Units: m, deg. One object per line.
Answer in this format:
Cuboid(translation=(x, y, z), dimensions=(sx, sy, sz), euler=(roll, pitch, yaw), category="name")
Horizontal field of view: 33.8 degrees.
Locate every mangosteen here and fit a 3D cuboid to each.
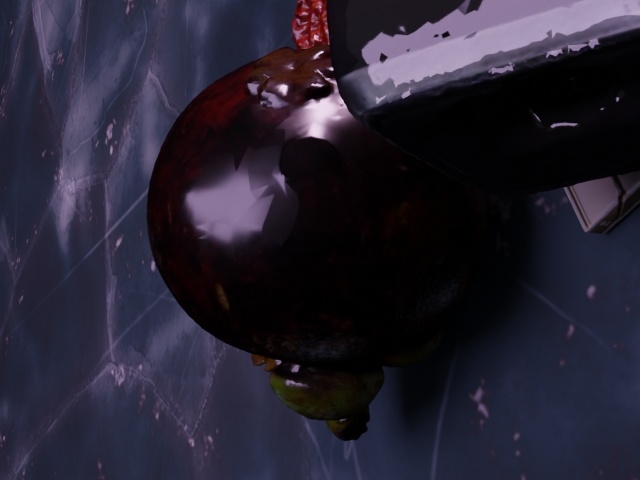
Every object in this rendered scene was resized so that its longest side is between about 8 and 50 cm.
Cuboid(translation=(0.000, 0.000, 0.963), dimensions=(0.306, 0.306, 0.360), euler=(-129, 27, -49), category="mangosteen")

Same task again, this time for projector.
Cuboid(translation=(0.215, -0.269, 0.647), dimensions=(0.395, 0.242, 0.405), euler=(-12, 70, 35), category="projector")

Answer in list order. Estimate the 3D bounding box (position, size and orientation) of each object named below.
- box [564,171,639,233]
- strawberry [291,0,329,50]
Cuboid(translation=(0.257, -0.105, 0.813), dimensions=(0.198, 0.029, 0.109), euler=(-49, 44, 39), category="box")
Cuboid(translation=(0.053, -0.225, 1.087), dimensions=(0.286, 0.106, 0.188), euler=(21, 102, 56), category="strawberry")
